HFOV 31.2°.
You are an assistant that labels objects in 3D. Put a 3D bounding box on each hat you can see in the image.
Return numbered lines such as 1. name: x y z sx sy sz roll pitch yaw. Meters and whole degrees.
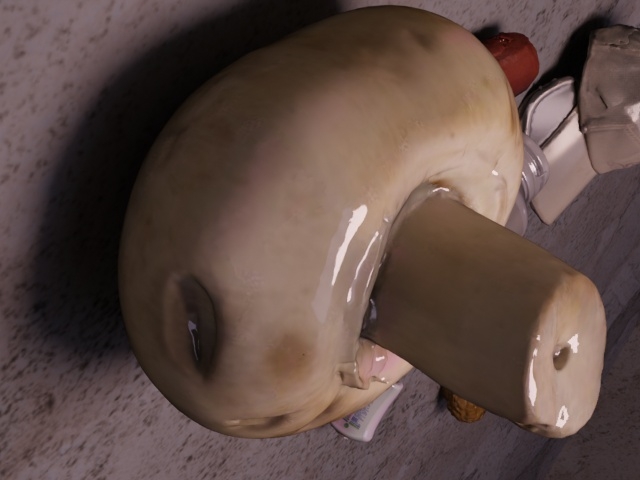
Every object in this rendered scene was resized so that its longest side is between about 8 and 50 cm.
1. hat: 0.359 -0.140 1.473 0.275 0.161 0.232 -56 152 6

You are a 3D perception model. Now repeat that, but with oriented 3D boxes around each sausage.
1. sausage: 0.175 -0.172 1.188 0.141 0.076 0.076 -32 146 -40

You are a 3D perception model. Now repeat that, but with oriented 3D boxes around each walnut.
1. walnut: 0.230 0.241 1.789 0.096 0.083 0.079 76 24 -56

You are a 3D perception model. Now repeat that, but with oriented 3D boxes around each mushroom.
1. mushroom: 0.026 -0.017 0.858 0.353 0.353 0.325 10 77 -64

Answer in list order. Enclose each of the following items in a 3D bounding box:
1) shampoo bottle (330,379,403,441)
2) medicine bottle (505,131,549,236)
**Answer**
1. shampoo bottle: 0.049 0.199 1.403 0.099 0.072 0.043 -62 157 12
2. medicine bottle: 0.151 -0.028 1.239 0.215 0.135 0.135 -44 153 -26
